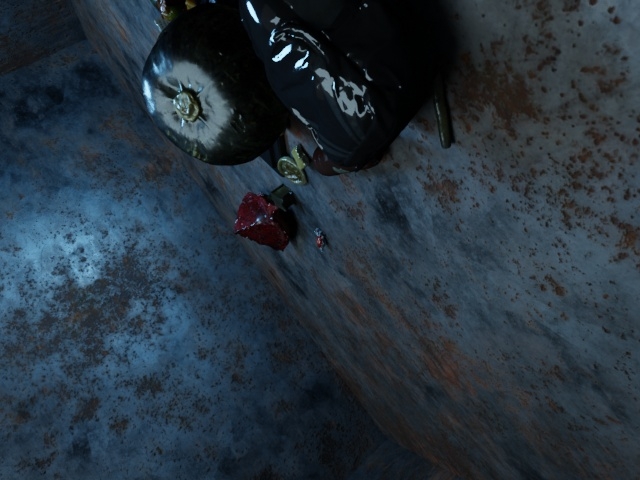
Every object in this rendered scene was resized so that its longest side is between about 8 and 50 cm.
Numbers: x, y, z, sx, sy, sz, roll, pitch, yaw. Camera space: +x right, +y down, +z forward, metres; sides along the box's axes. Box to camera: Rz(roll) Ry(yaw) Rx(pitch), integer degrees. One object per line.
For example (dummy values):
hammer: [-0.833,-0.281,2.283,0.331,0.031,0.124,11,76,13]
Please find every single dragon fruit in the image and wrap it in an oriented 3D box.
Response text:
dragon fruit: [-0.438,-0.774,1.297,0.295,0.130,0.268,-145,61,-67]
dragon fruit: [-0.221,-0.112,2.187,0.286,0.227,0.329,28,152,-28]

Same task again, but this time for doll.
doll: [0.001,-0.001,1.915,0.057,0.039,0.114,10,131,26]

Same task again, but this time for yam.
yam: [0.228,-0.284,0.874,0.027,0.029,0.234,36,154,53]

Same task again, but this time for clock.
clock: [-0.234,-0.403,1.749,0.279,0.049,0.273,45,160,26]

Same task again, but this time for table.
table: [-0.154,-0.180,1.921,0.082,0.070,0.083,34,152,38]

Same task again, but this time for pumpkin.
pumpkin: [-0.294,-0.446,1.319,0.455,0.344,0.453,14,125,22]

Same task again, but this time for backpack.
backpack: [0.014,-0.377,0.878,0.445,0.255,0.363,47,164,-1]

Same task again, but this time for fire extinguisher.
fire extinguisher: [0.080,-0.220,1.179,0.102,0.138,0.344,44,166,-20]

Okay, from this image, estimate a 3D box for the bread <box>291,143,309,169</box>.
bread: [-0.072,-0.293,1.576,0.083,0.035,0.070,60,161,1]

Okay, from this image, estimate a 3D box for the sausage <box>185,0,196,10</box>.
sausage: [-0.441,-0.799,1.536,0.348,0.053,0.053,40,157,33]

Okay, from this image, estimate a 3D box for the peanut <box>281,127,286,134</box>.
peanut: [-0.209,-0.442,1.542,0.236,0.110,0.120,41,155,10]

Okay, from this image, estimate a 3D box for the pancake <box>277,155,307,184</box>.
pancake: [-0.108,-0.262,1.702,0.140,0.022,0.139,29,153,16]

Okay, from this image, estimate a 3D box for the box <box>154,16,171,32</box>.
box: [-0.489,-0.662,1.680,0.214,0.069,0.353,62,178,0]

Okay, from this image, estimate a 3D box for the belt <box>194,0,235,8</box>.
belt: [-0.323,-0.729,1.328,0.141,0.082,0.190,64,160,-16]
